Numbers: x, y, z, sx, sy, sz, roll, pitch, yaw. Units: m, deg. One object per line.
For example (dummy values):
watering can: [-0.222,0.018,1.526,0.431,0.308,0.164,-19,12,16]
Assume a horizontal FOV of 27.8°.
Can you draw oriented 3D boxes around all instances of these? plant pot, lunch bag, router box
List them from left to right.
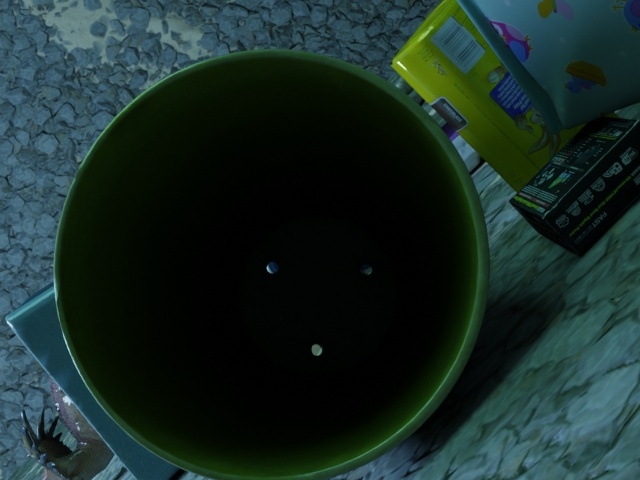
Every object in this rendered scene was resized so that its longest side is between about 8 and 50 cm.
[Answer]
plant pot: [-0.172,0.096,1.484,0.252,0.248,0.247,-38,6,-4]
plant pot: [-0.015,0.031,0.945,0.275,0.275,0.293,-46,-10,0]
router box: [0.187,-0.041,0.906,0.092,0.038,0.122,-45,7,3]
lunch bag: [0.192,-0.231,0.864,0.223,0.262,0.160,-19,24,47]

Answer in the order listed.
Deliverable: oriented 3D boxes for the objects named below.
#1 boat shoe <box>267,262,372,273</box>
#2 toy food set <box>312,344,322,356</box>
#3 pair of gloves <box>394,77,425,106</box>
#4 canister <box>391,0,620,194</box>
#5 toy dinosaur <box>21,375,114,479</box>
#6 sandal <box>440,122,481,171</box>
boat shoe: [0.017,0.013,1.266,0.183,0.066,0.066,-9,-5,-31]
toy food set: [-0.001,0.112,1.190,0.132,0.038,0.192,-53,12,4]
pair of gloves: [0.075,-0.103,1.462,0.240,0.042,0.204,-61,-7,34]
canister: [0.148,-0.117,1.027,0.073,0.170,0.126,-40,9,41]
toy dinosaur: [-0.315,0.208,1.726,0.200,0.296,0.127,-8,-21,0]
sandal: [0.204,-0.196,1.418,0.416,0.102,0.169,-48,7,2]
